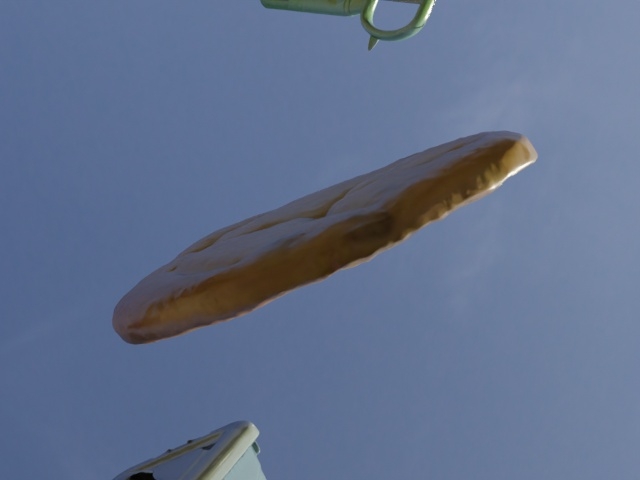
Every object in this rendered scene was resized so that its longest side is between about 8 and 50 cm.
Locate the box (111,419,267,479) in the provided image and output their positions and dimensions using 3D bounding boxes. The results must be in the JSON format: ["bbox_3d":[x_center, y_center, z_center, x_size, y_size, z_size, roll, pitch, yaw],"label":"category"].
[{"bbox_3d":[-0.129,0.246,1.270,0.130,0.162,0.227,60,-153,-8],"label":"box"}]

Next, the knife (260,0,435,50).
[{"bbox_3d":[0.013,-0.174,1.216,0.212,0.015,0.054,18,-92,52],"label":"knife"}]

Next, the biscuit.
[{"bbox_3d":[-0.002,-0.005,0.879,0.260,0.203,0.041,-22,-86,23],"label":"biscuit"}]
